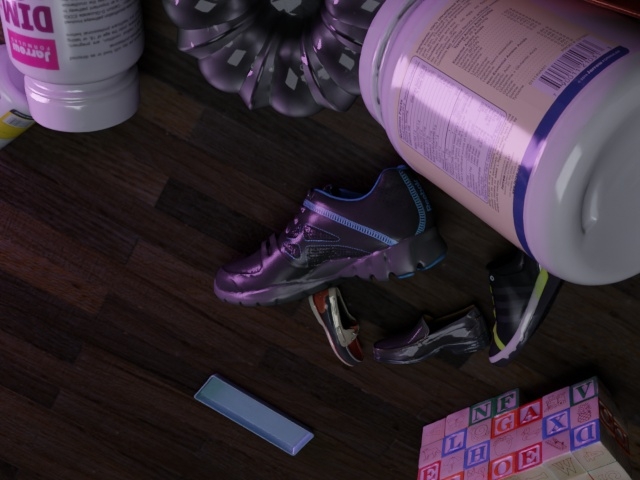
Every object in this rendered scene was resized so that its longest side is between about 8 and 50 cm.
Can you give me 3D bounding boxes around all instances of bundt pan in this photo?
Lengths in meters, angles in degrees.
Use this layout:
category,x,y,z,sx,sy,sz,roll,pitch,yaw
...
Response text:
category,x,y,z,sx,sy,sz,roll,pitch,yaw
bundt pan,-0.033,-0.277,1.106,0.331,0.124,0.330,7,126,9

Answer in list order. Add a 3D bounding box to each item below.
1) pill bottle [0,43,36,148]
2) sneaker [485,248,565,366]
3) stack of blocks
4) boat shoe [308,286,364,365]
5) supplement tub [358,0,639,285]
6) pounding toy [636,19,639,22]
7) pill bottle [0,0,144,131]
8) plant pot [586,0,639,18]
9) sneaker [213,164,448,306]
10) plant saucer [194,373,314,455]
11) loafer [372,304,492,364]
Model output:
category,x,y,z,sx,sy,sz,roll,pitch,yaw
pill bottle,-0.437,-0.168,1.293,0.184,0.103,0.103,-28,115,29
sneaker,0.262,0.062,1.324,0.097,0.084,0.234,32,126,17
stack of blocks,0.283,0.301,1.418,0.297,0.171,0.087,-29,114,28
boat shoe,0.032,0.123,1.428,0.043,0.049,0.137,-19,114,22
supplement tub,0.207,-0.129,0.980,0.236,0.325,0.235,-18,128,-25
pounding toy,0.334,-0.131,1.158,0.154,0.155,0.269,39,120,20
pill bottle,-0.286,-0.278,1.140,0.161,0.160,0.283,7,126,9
plant pot,0.327,-0.363,0.887,0.268,0.235,0.267,18,127,-1
sneaker,0.000,0.000,1.324,0.341,0.125,0.139,-16,93,26
plant saucer,-0.104,0.275,1.588,0.192,0.018,0.067,32,126,-11
loafer,0.151,0.130,1.400,0.170,0.062,0.061,-15,112,11
